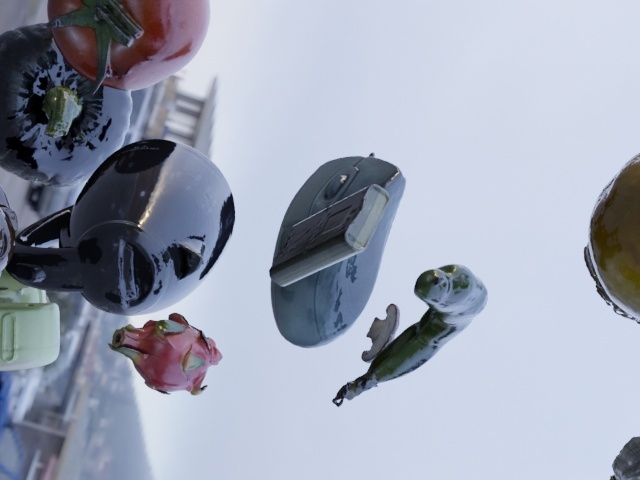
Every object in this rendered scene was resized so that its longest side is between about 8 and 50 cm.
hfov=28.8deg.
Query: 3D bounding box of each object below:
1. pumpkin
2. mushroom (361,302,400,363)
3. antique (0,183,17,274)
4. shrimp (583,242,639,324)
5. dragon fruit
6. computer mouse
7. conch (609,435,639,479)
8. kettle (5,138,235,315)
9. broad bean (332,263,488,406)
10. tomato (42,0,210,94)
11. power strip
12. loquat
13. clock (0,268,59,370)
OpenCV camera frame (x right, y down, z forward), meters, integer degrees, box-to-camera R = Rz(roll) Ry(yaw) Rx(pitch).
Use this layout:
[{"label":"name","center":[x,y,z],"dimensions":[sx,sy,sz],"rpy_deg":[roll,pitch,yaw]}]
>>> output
[{"label":"pumpkin","center":[-0.464,-0.243,2.172],"dimensions":[0.296,0.296,0.295],"rpy_deg":[-162,-90,-80]},{"label":"mushroom","center":[0.094,0.143,1.903],"dimensions":[0.049,0.019,0.101],"rpy_deg":[24,-96,42]},{"label":"antique","center":[-0.429,0.003,1.466],"dimensions":[0.121,0.143,0.257],"rpy_deg":[-38,-174,-32]},{"label":"shrimp","center":[0.467,0.018,1.811],"dimensions":[0.058,0.173,0.253],"rpy_deg":[105,0,-51]},{"label":"dragon fruit","center":[-0.164,0.117,1.309],"dimensions":[0.086,0.116,0.081],"rpy_deg":[-13,-120,39]},{"label":"computer mouse","center":[0.016,-0.004,2.088],"dimensions":[0.122,0.188,0.371],"rpy_deg":[47,58,-49]},{"label":"conch","center":[0.639,0.428,2.388],"dimensions":[0.130,0.207,0.155],"rpy_deg":[151,-67,-73]},{"label":"kettle","center":[-0.264,0.004,1.610],"dimensions":[0.290,0.268,0.207],"rpy_deg":[-73,160,-70]},{"label":"broad bean","center":[0.111,0.092,1.327],"dimensions":[0.049,0.144,0.292],"rpy_deg":[56,-33,16]},{"label":"tomato","center":[-0.295,-0.359,1.916],"dimensions":[0.255,0.256,0.224],"rpy_deg":[-68,166,20]},{"label":"power strip","center":[0.000,0.000,1.595],"dimensions":[0.268,0.034,0.092],"rpy_deg":[-26,-147,59]},{"label":"loquat","center":[0.365,-0.012,1.196],"dimensions":[0.246,0.213,0.213],"rpy_deg":[68,29,-55]},{"label":"clock","center":[-0.570,0.114,2.000],"dimensions":[0.348,0.286,0.117],"rpy_deg":[-143,-125,-71]}]
